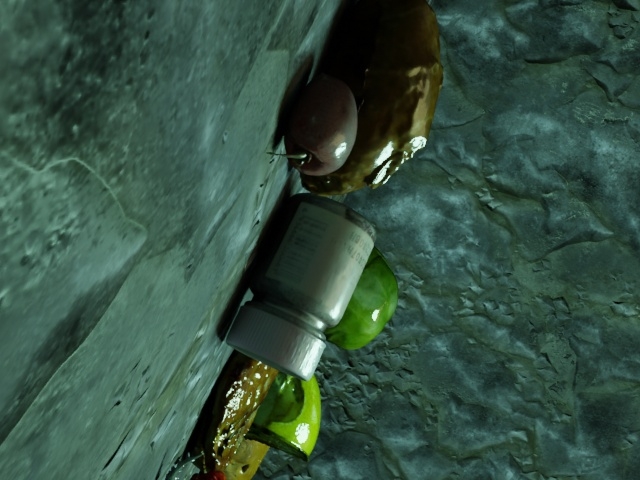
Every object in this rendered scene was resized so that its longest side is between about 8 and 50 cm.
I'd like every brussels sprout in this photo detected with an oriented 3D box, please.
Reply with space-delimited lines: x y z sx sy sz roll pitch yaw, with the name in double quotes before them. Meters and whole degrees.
"brussels sprout" 0.051 0.131 1.948 0.281 0.289 0.355 -50 -176 -22

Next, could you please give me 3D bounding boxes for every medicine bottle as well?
"medicine bottle" -0.031 0.074 1.181 0.165 0.165 0.273 100 14 -77

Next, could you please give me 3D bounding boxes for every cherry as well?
"cherry" 0.003 -0.136 0.871 0.126 0.087 0.106 -63 -179 -1

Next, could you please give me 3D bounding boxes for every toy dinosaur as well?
"toy dinosaur" -0.247 0.406 1.134 0.209 0.039 0.082 -56 -179 5

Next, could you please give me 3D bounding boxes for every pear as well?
"pear" -0.088 0.368 1.745 0.164 0.238 0.255 97 18 -60

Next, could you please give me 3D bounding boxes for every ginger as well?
"ginger" 0.071 -0.186 1.011 0.165 0.172 0.321 5 118 -44

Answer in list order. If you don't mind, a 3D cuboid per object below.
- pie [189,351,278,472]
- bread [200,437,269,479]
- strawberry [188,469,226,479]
"pie" -0.177 0.343 1.467 0.308 0.086 0.308 -62 173 -13
"bread" -0.190 0.518 1.982 0.337 0.148 0.328 -57 171 -68
"strawberry" -0.218 0.514 1.310 0.201 0.184 0.186 -76 -171 -45
